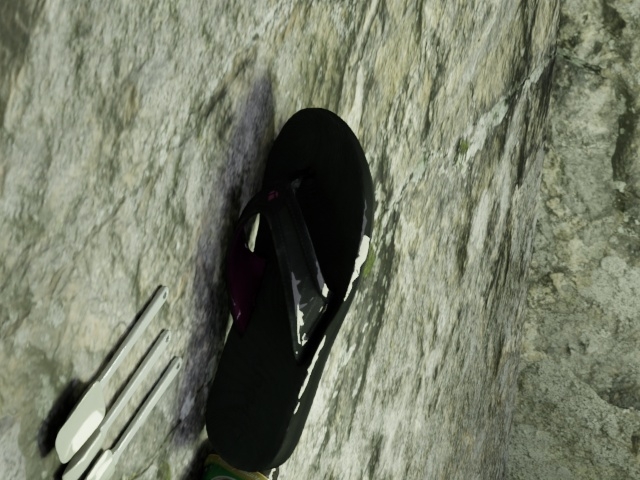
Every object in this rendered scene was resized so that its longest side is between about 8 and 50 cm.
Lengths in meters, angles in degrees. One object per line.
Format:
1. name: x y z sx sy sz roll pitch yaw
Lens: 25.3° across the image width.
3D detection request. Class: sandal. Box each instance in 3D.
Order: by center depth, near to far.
1. sandal: -0.049 0.063 1.676 0.107 0.167 0.446 4 102 -52

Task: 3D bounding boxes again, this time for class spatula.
1. spatula: -0.209 0.170 1.512 0.168 0.019 0.242 85 28 -44

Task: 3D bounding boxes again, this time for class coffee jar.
1. coffee jar: -0.124 0.338 1.762 0.079 0.096 0.184 96 19 -57
